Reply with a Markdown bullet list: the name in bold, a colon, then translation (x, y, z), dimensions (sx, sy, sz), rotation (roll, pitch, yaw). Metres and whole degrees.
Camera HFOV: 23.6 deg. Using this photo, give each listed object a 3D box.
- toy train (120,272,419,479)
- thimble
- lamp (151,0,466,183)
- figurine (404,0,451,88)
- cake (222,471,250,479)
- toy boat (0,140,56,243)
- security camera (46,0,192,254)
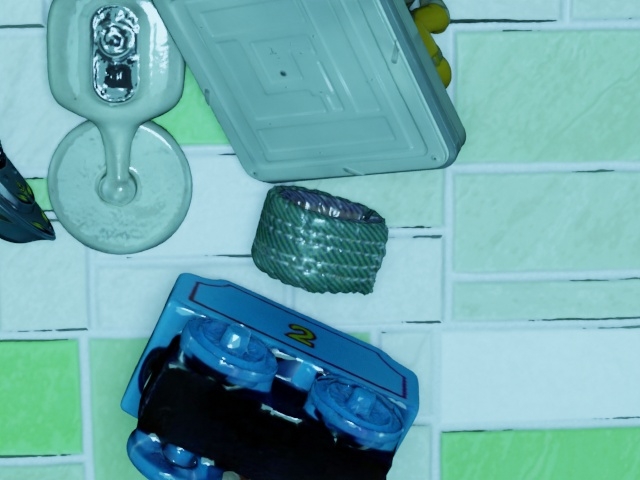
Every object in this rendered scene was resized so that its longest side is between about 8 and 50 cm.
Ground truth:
- **toy train**: translation (-0.047, 0.176, 1.598), dimensions (0.300, 0.265, 0.188), rotation (25, 106, -5)
- **thimble**: translation (-0.002, -0.001, 1.639), dimensions (0.135, 0.118, 0.090), rotation (10, 106, -22)
- **lamp**: translation (-0.015, -0.175, 1.529), dimensions (0.269, 0.047, 0.266), rotation (-4, 128, 36)
- **figurine**: translation (0.054, -0.258, 1.566), dimensions (0.192, 0.167, 0.257), rotation (-30, 104, -11)
- **cake**: translation (-0.087, 0.379, 1.695), dimensions (0.160, 0.158, 0.262), rotation (-38, 102, 9)
- **toy boat**: translation (-0.370, -0.085, 1.614), dimensions (0.103, 0.093, 0.246), rotation (-42, 100, 13)
- **security camera**: translation (-0.215, -0.126, 1.626), dimensions (0.157, 0.080, 0.301), rotation (0, 105, -4)
